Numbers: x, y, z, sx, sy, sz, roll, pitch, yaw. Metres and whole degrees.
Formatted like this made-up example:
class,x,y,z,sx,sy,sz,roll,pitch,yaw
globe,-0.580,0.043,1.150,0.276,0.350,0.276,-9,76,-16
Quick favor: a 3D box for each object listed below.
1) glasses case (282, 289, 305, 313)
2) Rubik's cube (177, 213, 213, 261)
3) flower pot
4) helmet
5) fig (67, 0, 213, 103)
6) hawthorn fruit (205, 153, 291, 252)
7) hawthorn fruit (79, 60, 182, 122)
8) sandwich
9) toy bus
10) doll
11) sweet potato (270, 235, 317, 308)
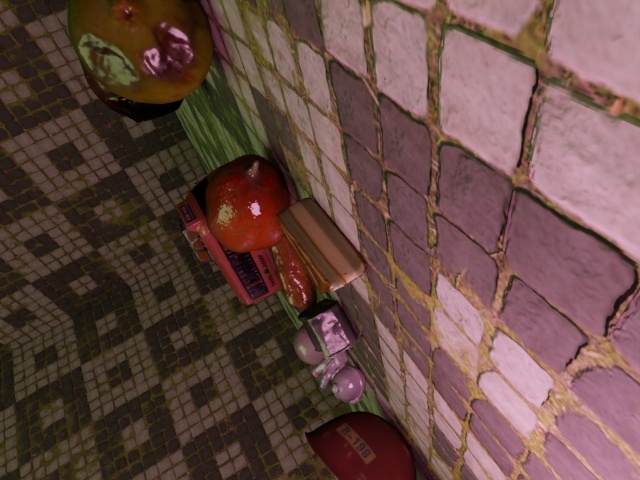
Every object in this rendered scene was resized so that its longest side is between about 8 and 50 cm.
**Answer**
class,x,y,z,sx,sy,sz,roll,pitch,yaw
glasses case,-0.117,0.133,1.532,0.316,0.075,0.123,52,167,35
Rubik's cube,-0.343,-0.057,1.556,0.319,0.263,0.319,58,169,18
flower pot,0.014,0.222,1.127,0.108,0.103,0.229,61,169,1
helmet,0.149,0.635,1.242,0.384,0.230,0.338,33,153,48
fig,-0.320,-0.368,0.813,0.240,0.239,0.271,62,171,-7
hawthorn fruit,-0.148,-0.088,0.903,0.200,0.199,0.251,57,158,14
hawthorn fruit,-0.492,-0.471,1.182,0.316,0.315,0.316,56,168,19
sandwich,0.000,0.000,0.724,0.164,0.079,0.113,62,166,1
toy bus,-0.230,-0.008,1.293,0.203,0.232,0.427,52,166,37
doll,0.036,0.378,1.362,0.287,0.150,0.151,45,162,31
sweet potato,-0.082,0.067,1.165,0.252,0.097,0.097,67,168,-4
